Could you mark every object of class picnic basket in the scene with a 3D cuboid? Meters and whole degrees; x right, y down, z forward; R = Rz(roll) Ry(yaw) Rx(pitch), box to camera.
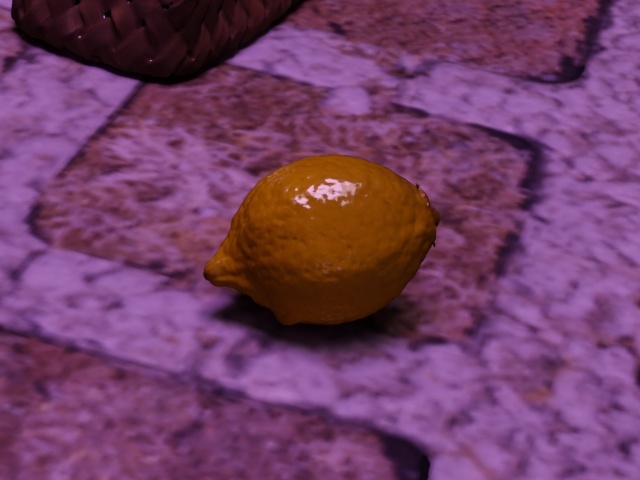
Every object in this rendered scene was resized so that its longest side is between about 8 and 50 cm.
[{"bbox_3d":[-0.067,-0.145,0.932,0.110,0.055,0.193,19,31,17],"label":"picnic basket"}]

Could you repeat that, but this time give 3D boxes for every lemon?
[{"bbox_3d":[0.000,0.000,0.704,0.092,0.065,0.065,-16,35,-5],"label":"lemon"}]
